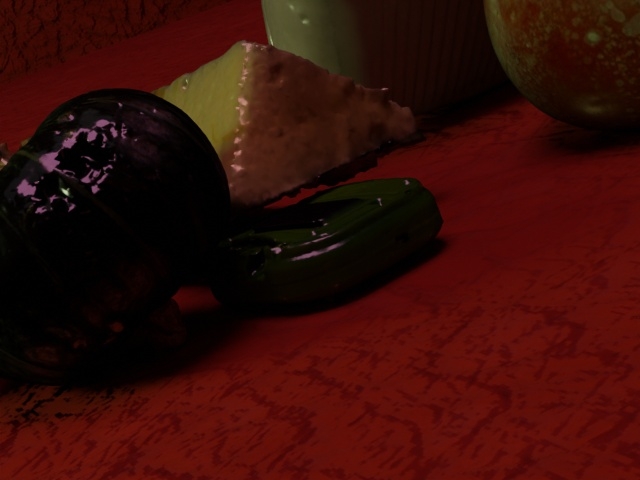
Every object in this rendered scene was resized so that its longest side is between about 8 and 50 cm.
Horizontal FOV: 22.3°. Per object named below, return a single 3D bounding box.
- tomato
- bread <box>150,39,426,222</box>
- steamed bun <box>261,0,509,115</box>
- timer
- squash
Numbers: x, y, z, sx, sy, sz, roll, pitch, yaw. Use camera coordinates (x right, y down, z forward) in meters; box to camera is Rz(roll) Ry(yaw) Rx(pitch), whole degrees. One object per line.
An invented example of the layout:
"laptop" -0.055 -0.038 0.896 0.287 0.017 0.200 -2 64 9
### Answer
"tomato" 0.241 -0.208 1.155 0.270 0.223 0.270 -14 14 4
"bread" -0.076 -0.051 1.168 0.178 0.142 0.266 -45 11 -35
"steamed bun" 0.090 -0.262 1.458 0.383 0.247 0.236 -26 37 -30
"timer" 0.000 0.000 1.016 0.128 0.047 0.140 -28 14 -35
"squash" -0.144 -0.002 0.976 0.193 0.156 0.193 -47 27 33
